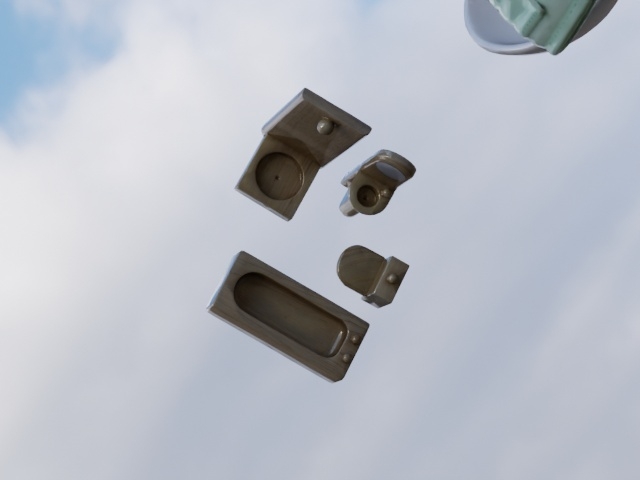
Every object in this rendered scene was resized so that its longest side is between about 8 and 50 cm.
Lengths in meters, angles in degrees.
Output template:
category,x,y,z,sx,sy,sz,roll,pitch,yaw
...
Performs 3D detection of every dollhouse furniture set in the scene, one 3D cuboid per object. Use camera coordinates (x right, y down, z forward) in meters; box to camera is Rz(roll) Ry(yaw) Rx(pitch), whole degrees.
category,x,y,z,sx,sy,sz,roll,pitch,yaw
dollhouse furniture set,0.000,0.000,1.361,0.151,0.144,0.123,-62,9,-16

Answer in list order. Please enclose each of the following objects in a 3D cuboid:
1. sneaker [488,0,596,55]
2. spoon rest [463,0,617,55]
category,x,y,z,sx,sy,sz,roll,pitch,yaw
sneaker,0.009,-0.112,0.589,0.256,0.151,0.094,-26,-7,10
spoon rest,0.176,-0.242,1.270,0.084,0.137,0.276,40,-119,-33
